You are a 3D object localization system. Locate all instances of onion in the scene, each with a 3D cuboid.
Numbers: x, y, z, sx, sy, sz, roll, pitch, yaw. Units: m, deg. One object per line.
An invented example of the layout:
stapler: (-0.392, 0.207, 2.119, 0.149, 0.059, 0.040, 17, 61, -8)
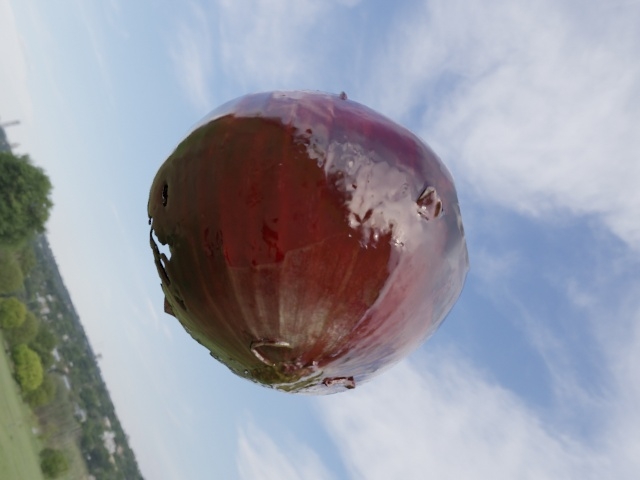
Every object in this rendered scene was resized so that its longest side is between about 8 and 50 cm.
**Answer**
onion: (-0.003, 0.004, 0.577, 0.341, 0.342, 0.341, 37, -43, 45)
